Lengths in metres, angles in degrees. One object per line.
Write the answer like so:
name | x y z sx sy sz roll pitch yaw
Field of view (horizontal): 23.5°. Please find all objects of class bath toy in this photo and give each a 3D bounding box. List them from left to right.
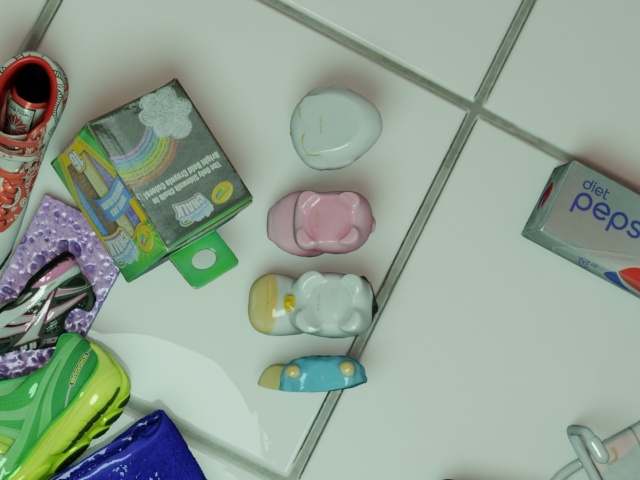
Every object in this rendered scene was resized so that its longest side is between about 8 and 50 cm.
bath toy | 0.000 0.000 1.754 0.151 0.129 0.348 4 85 12

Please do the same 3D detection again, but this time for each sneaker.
sneaker | -0.356 -0.083 1.700 0.090 0.145 0.270 23 84 -6
sneaker | -0.338 0.217 1.697 0.295 0.109 0.123 -41 69 6
sneaker | -0.323 0.097 1.701 0.178 0.072 0.077 -39 103 -3

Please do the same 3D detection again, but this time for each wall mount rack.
wall mount rack | 0.450 0.303 1.789 0.350 0.130 0.304 -28 90 -8

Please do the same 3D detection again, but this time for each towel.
towel | -0.190 0.368 1.685 0.228 0.076 0.308 -32 107 -10

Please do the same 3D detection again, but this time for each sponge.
sponge | -0.310 0.066 1.753 0.117 0.031 0.210 27 83 -5

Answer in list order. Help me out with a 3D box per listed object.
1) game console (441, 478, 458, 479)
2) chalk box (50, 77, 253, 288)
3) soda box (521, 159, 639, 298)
game console | 0.189 0.345 1.776 0.144 0.124 0.085 12 58 -7
chalk box | -0.176 -0.046 1.713 0.132 0.132 0.213 -32 91 -32
soda box | 0.390 0.016 1.820 0.286 0.091 0.098 28 83 -5
